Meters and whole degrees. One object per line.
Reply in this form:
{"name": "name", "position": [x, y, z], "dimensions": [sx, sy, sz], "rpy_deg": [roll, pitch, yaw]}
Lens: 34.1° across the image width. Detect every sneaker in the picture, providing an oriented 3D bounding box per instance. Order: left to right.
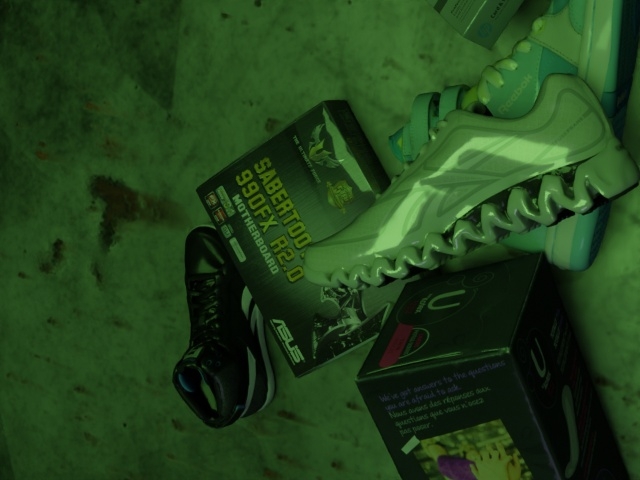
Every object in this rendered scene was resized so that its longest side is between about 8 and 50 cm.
{"name": "sneaker", "position": [-0.115, 0.091, 1.111], "dimensions": [0.079, 0.121, 0.217], "rpy_deg": [-15, 92, 27]}
{"name": "sneaker", "position": [0.109, -0.042, 0.871], "dimensions": [0.292, 0.110, 0.118], "rpy_deg": [-23, 90, 21]}
{"name": "sneaker", "position": [0.166, -0.142, 0.930], "dimensions": [0.208, 0.127, 0.319], "rpy_deg": [11, 103, 23]}

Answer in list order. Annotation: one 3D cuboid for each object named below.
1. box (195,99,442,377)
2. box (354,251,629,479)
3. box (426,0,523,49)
{"name": "box", "position": [0.000, 0.000, 1.075], "dimensions": [0.183, 0.056, 0.231], "rpy_deg": [-31, 85, 28]}
{"name": "box", "position": [0.162, 0.174, 0.921], "dimensions": [0.143, 0.165, 0.270], "rpy_deg": [-14, 111, 28]}
{"name": "box", "position": [0.135, -0.275, 0.917], "dimensions": [0.145, 0.038, 0.186], "rpy_deg": [-56, 37, 23]}
